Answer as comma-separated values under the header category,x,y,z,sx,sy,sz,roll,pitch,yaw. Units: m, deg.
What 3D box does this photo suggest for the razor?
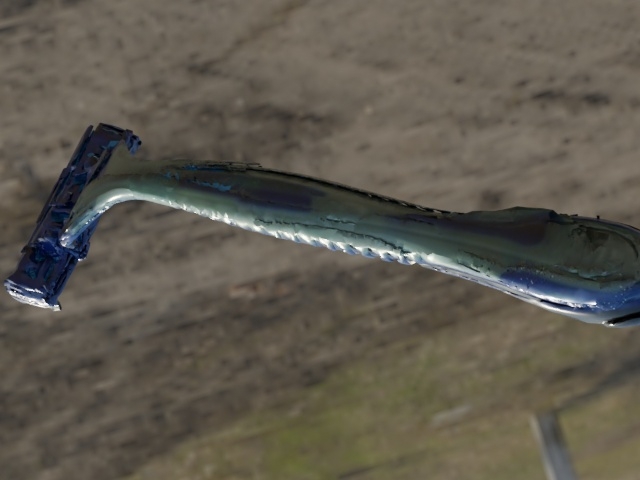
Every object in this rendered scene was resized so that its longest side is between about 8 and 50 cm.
category,x,y,z,sx,sy,sz,roll,pitch,yaw
razor,-0.007,-0.007,0.746,0.324,0.093,0.056,7,152,39
